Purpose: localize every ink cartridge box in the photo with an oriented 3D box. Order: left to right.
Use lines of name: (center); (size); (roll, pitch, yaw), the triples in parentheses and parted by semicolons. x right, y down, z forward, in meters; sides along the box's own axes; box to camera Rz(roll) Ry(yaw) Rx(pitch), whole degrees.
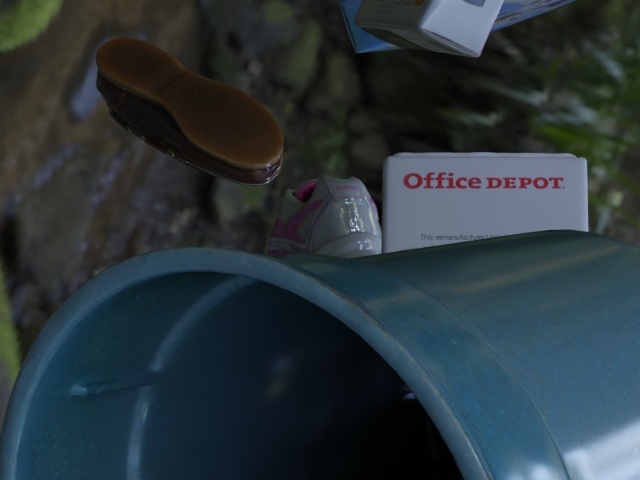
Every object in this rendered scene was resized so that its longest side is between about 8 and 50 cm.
ink cartridge box: (0.136, 0.053, 1.616); (0.100, 0.172, 0.237); (80, 11, -71)
ink cartridge box: (0.149, -0.331, 1.586); (0.371, 0.069, 0.176); (-68, -162, 2)

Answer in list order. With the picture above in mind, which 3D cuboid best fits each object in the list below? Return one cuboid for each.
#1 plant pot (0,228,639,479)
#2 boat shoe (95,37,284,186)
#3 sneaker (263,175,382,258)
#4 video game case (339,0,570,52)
plant pot: (0.061, 0.142, 1.058); (0.334, 0.341, 0.341); (-15, 124, -49)
boat shoe: (-0.108, -0.099, 1.641); (0.073, 0.207, 0.073); (-34, 144, -29)
sneaker: (0.000, 0.000, 1.890); (0.252, 0.103, 0.111); (154, -67, -63)
video game case: (0.195, -0.264, 1.973); (0.244, 0.269, 0.061); (-12, 85, -58)
